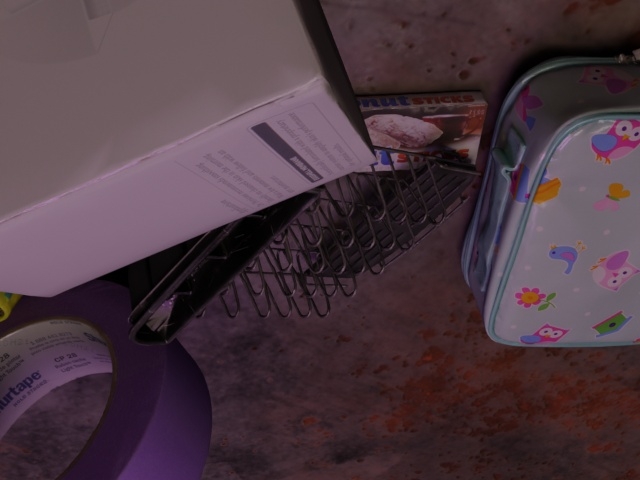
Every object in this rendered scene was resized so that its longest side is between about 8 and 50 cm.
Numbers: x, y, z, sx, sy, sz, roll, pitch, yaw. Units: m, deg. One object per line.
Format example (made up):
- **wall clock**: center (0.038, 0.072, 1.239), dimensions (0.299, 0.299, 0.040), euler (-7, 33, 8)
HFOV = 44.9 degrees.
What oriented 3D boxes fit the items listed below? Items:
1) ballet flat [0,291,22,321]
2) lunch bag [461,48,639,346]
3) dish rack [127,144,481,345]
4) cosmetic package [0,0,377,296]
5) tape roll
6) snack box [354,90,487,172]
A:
- **ballet flat**: center (-0.356, 0.075, 0.680), dimensions (0.231, 0.077, 0.077), euler (-24, 132, 14)
- **lunch bag**: center (0.241, -0.029, 0.662), dimensions (0.224, 0.108, 0.279), euler (0, 132, -6)
- **dish rack**: center (0.000, 0.000, 0.612), dimensions (0.271, 0.074, 0.208), euler (3, 147, -42)
- **cosmetic package**: center (-0.118, -0.114, 0.423), dimensions (0.224, 0.224, 0.138), euler (-21, 166, 10)
- **tape roll**: center (-0.233, 0.165, 0.650), dimensions (0.275, 0.275, 0.090), euler (-19, 134, 8)
- **snack box**: center (0.043, -0.087, 0.633), dimensions (0.178, 0.022, 0.064), euler (-4, 135, -6)
